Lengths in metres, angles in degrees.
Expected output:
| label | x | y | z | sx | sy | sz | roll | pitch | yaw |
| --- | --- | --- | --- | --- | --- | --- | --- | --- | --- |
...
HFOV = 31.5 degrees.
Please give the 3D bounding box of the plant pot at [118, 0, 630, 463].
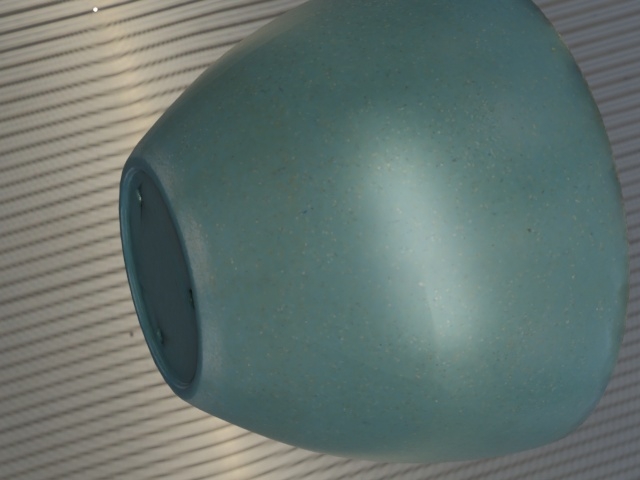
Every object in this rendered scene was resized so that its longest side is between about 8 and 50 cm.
| label | x | y | z | sx | sy | sz | roll | pitch | yaw |
| --- | --- | --- | --- | --- | --- | --- | --- | --- | --- |
| plant pot | 0.000 | 0.000 | 0.637 | 0.195 | 0.290 | 0.290 | -13 | 104 | -23 |
